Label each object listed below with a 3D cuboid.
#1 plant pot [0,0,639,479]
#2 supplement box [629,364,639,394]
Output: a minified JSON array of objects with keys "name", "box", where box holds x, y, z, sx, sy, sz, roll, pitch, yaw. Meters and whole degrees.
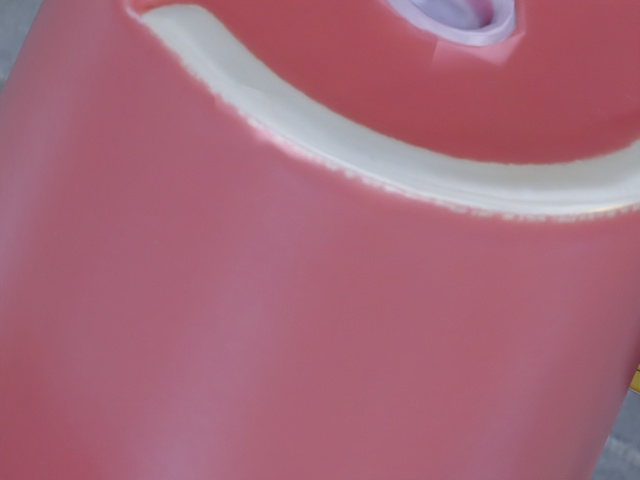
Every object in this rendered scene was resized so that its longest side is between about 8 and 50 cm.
[{"name":"plant pot","box":[0.000,0.000,0.507,0.275,0.243,0.275,12,46,-13]},{"name":"supplement box","box":[0.285,0.017,0.807,0.191,0.194,0.129,29,26,3]}]
